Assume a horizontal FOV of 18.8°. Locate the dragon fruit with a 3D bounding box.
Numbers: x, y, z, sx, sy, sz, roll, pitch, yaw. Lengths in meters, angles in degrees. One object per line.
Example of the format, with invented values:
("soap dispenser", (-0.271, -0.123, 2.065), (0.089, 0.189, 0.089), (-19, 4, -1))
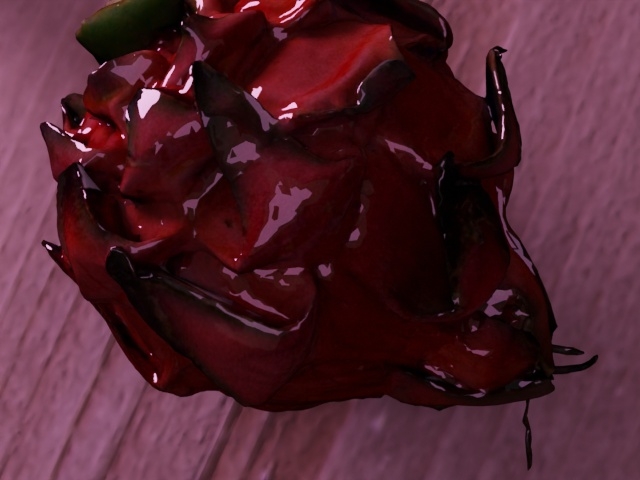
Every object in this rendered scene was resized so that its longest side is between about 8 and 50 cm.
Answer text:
("dragon fruit", (0.000, 0.000, 0.918), (0.234, 0.234, 0.293), (-42, 83, -1))
